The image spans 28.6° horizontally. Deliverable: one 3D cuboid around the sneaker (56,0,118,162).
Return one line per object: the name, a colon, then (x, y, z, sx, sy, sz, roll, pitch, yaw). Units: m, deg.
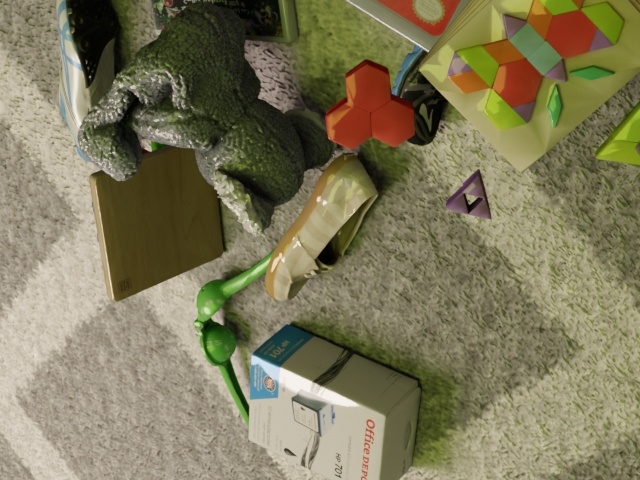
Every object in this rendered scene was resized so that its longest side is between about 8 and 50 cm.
sneaker: (-0.282, -0.201, 1.487, 0.086, 0.085, 0.237, 9, 118, 28)

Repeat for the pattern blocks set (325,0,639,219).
pattern blocks set: (0.185, -0.163, 1.074, 0.285, 0.026, 0.325, 28, 111, -8)

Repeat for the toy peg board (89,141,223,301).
toy peg board: (-0.208, -0.037, 1.485, 0.079, 0.160, 0.161, 25, 129, 44)

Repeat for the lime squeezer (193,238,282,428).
lime squeezer: (-0.104, 0.110, 1.565, 0.109, 0.059, 0.310, 9, 123, -2)

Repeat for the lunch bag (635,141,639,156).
lunch bag: (0.429, -0.023, 0.957, 0.287, 0.169, 0.235, 35, 123, -29)

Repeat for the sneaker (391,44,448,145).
sneaker: (0.125, -0.163, 1.211, 0.078, 0.067, 0.188, 40, 130, 20)

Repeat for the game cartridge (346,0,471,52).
game cartridge: (0.099, -0.285, 1.132, 0.294, 0.060, 0.196, 35, 108, 18)

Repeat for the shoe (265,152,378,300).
shoe: (0.000, 0.000, 1.394, 0.058, 0.076, 0.219, 43, 131, 16)

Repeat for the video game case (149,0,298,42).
video game case: (-0.116, -0.301, 1.347, 0.190, 0.022, 0.173, 9, 119, 33)

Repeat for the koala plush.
koala plush: (-0.100, -0.117, 1.317, 0.221, 0.196, 0.203, 45, 141, -2)

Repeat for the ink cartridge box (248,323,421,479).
ink cartridge box: (0.013, 0.204, 1.499, 0.190, 0.082, 0.140, 22, 126, 28)
